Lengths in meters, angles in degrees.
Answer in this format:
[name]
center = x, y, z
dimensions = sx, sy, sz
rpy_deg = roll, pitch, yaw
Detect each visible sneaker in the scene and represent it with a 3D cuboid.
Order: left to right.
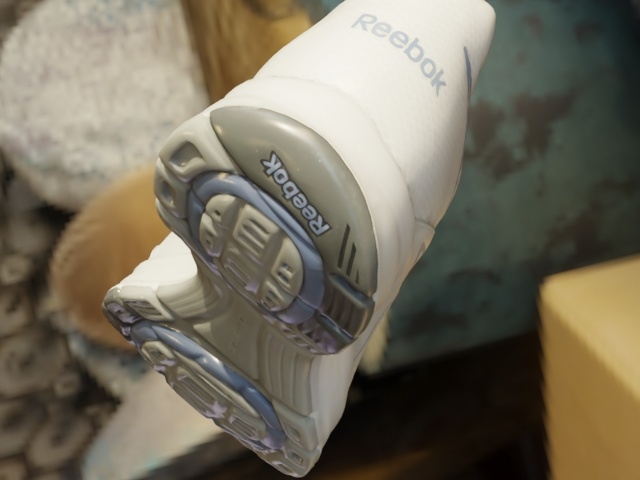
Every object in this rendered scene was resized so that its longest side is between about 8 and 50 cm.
[sneaker]
center = 0.000, 0.000, 0.759
dimensions = 0.111, 0.129, 0.297
rpy_deg = 41, 156, 2
